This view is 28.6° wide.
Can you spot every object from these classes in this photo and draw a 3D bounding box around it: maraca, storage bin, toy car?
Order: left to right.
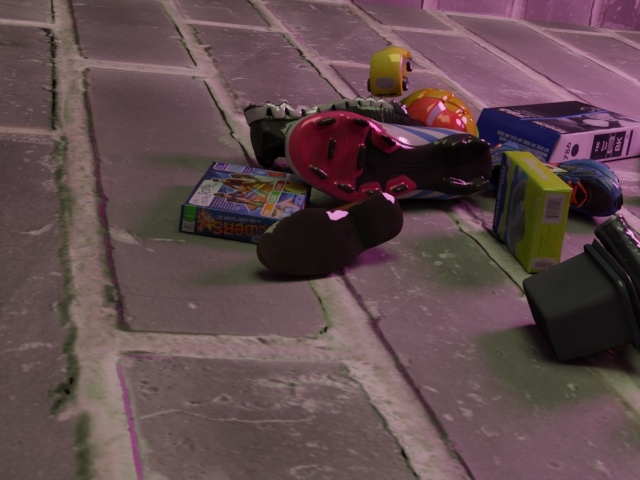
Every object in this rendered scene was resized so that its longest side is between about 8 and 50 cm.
[{"bbox_3d":[0.070,-0.191,1.847,0.225,0.053,0.239,-25,47,-5],"label":"toy car"},{"bbox_3d":[0.183,-0.161,1.897,0.127,0.099,0.186,-11,49,-19],"label":"maraca"},{"bbox_3d":[0.267,0.072,1.281,0.091,0.098,0.135,-20,20,3],"label":"storage bin"}]

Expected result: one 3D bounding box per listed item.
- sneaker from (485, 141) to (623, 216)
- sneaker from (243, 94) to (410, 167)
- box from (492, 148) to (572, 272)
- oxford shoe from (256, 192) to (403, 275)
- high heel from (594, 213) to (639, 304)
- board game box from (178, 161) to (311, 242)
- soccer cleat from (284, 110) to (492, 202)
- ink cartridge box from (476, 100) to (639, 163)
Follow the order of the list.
[{"bbox_3d":[0.314,-0.072,1.738,0.221,0.083,0.087,15,33,36],"label":"sneaker"},{"bbox_3d":[0.011,-0.142,1.757,0.234,0.106,0.078,-3,-10,-1],"label":"sneaker"},{"bbox_3d":[0.256,-0.041,1.550,0.042,0.109,0.178,2,20,-10],"label":"box"},{"bbox_3d":[0.000,0.000,1.426,0.212,0.076,0.076,-15,-1,-44],"label":"oxford shoe"},{"bbox_3d":[0.389,0.077,1.378,0.186,0.093,0.261,60,18,23],"label":"high heel"},{"bbox_3d":[-0.088,-0.047,1.545,0.136,0.035,0.201,9,19,4],"label":"board game box"},{"bbox_3d":[0.075,-0.103,1.672,0.331,0.116,0.143,4,0,-33],"label":"soccer cleat"},{"bbox_3d":[0.384,-0.175,2.061,0.332,0.065,0.165,-12,28,-43],"label":"ink cartridge box"}]
